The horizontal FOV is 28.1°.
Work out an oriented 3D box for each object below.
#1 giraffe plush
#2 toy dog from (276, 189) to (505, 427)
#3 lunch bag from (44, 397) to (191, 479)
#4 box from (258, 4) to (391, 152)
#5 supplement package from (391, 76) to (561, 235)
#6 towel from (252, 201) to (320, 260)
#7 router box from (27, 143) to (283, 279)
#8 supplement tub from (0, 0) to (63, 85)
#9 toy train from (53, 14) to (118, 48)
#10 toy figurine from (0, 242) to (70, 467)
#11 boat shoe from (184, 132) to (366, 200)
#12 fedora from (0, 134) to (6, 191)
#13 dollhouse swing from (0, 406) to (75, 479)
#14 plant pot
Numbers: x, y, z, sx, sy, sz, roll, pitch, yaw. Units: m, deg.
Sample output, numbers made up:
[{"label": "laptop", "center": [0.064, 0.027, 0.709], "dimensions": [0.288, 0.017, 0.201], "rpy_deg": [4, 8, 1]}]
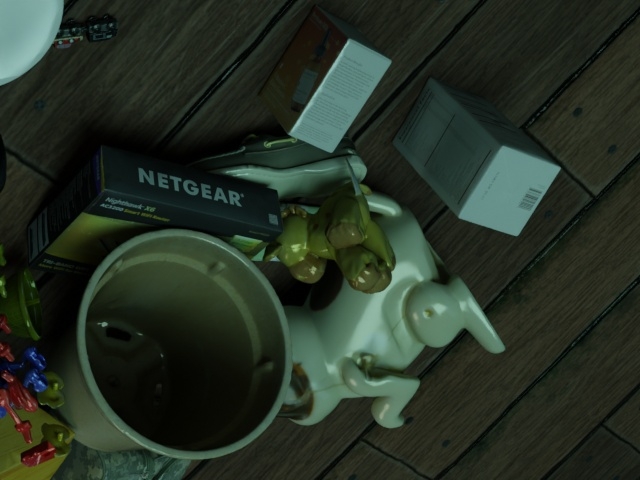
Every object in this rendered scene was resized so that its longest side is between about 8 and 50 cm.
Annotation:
[{"label": "giraffe plush", "center": [0.000, 0.000, 1.980], "dimensions": [0.170, 0.210, 0.181], "rpy_deg": [-21, 169, 17]}, {"label": "toy dog", "center": [0.045, 0.151, 2.145], "dimensions": [0.408, 0.284, 0.395], "rpy_deg": [-37, 129, 2]}, {"label": "lunch bag", "center": [-0.360, 0.407, 2.166], "dimensions": [0.256, 0.212, 0.305], "rpy_deg": [4, 122, -50]}, {"label": "box", "center": [0.004, -0.244, 1.934], "dimensions": [0.091, 0.130, 0.170], "rpy_deg": [21, 110, -36]}, {"label": "supplement package", "center": [0.247, -0.139, 2.064], "dimensions": [0.133, 0.244, 0.139], "rpy_deg": [16, 115, -35]}, {"label": "towel", "center": [-0.077, -0.013, 2.129], "dimensions": [0.152, 0.023, 0.113], "rpy_deg": [4, 121, -31]}, {"label": "router box", "center": [-0.249, -0.017, 1.927], "dimensions": [0.308, 0.081, 0.243], "rpy_deg": [13, 144, -34]}, {"label": "supplement tub", "center": [-0.440, -0.338, 1.492], "dimensions": [0.241, 0.331, 0.241], "rpy_deg": [-14, 128, -19]}, {"label": "toy train", "center": [-0.359, -0.285, 1.780], "dimensions": [0.158, 0.027, 0.036], "rpy_deg": [-12, 138, -22]}, {"label": "toy figurine", "center": [-0.499, 0.182, 1.770], "dimensions": [0.217, 0.363, 0.191], "rpy_deg": [-27, 134, 6]}, {"label": "boat shoe", "center": [-0.081, -0.117, 2.006], "dimensions": [0.304, 0.091, 0.109], "rpy_deg": [-8, 150, -21]}, {"label": "fedora", "center": [-0.553, -0.143, 1.600], "dimensions": [0.152, 0.334, 0.334], "rpy_deg": [-38, 132, 12]}, {"label": "dollhouse swing", "center": [-0.627, 0.324, 1.956], "dimensions": [0.315, 0.305, 0.347], "rpy_deg": [-25, 158, -48]}, {"label": "plant pot", "center": [-0.259, 0.185, 1.920], "dimensions": [0.333, 0.334, 0.305], "rpy_deg": [4, 161, -31]}]
